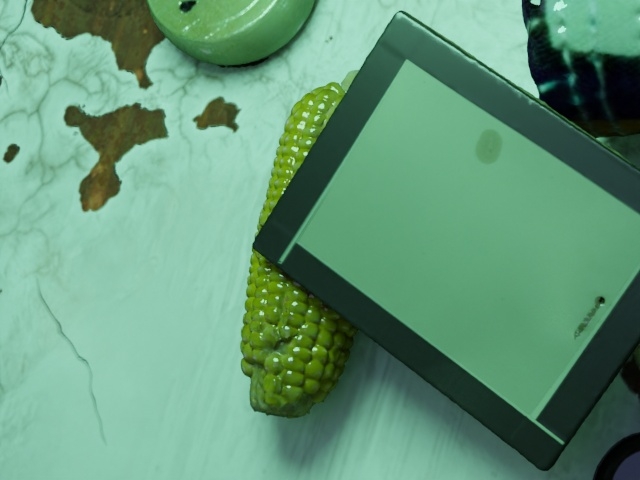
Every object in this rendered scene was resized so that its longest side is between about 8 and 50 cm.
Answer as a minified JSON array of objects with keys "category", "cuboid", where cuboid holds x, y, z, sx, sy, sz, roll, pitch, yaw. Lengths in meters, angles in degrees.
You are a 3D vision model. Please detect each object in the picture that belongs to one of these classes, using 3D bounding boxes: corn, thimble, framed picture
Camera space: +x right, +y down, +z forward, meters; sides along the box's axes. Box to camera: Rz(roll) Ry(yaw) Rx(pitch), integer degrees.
[{"category":"corn","cuboid":[0.000,0.000,1.528,0.130,0.130,0.346,9,78,26]},{"category":"thimble","cuboid":[0.272,-0.208,1.414,0.150,0.237,0.237,-3,73,24]},{"category":"framed picture","cuboid":[0.132,-0.003,1.391,0.347,0.016,0.265,36,103,19]}]

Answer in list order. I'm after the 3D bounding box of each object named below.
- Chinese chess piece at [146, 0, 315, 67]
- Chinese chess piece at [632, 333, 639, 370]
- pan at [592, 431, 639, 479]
[{"category":"Chinese chess piece","cuboid":[-0.094,-0.278,1.681,0.188,0.083,0.188,-6,72,19]},{"category":"Chinese chess piece","cuboid":[0.391,0.050,1.358,0.273,0.102,0.273,-6,71,20]},{"category":"pan","cuboid":[0.259,0.259,1.383,0.212,0.040,0.115,-46,63,-4]}]
